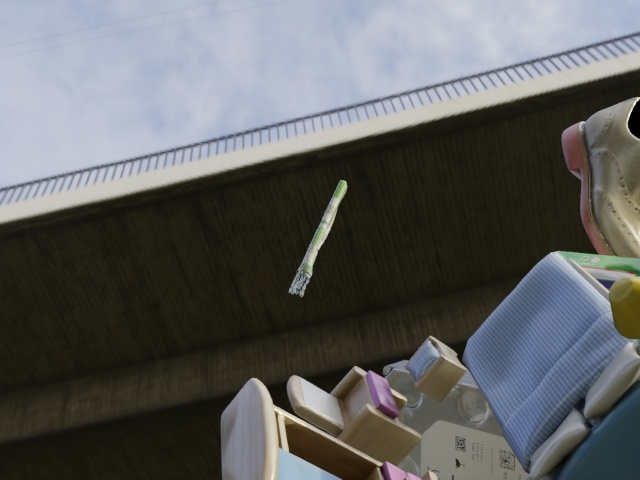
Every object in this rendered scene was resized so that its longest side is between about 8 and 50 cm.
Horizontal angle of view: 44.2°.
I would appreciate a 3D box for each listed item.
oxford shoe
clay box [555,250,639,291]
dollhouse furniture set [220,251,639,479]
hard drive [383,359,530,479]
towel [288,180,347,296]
[{"bbox_3d":[0.426,-0.057,1.049,0.123,0.348,0.130,23,-46,-35],"label":"oxford shoe"},{"bbox_3d":[0.358,0.120,0.966,0.127,0.053,0.222,6,-52,37],"label":"clay box"},{"bbox_3d":[0.090,0.085,0.613,0.198,0.286,0.303,33,-75,-20],"label":"dollhouse furniture set"},{"bbox_3d":[0.208,0.267,0.825,0.064,0.338,0.237,-5,-82,-44],"label":"hard drive"},{"bbox_3d":[0.000,0.000,1.121,0.023,0.152,0.113,25,-22,-1],"label":"towel"}]
